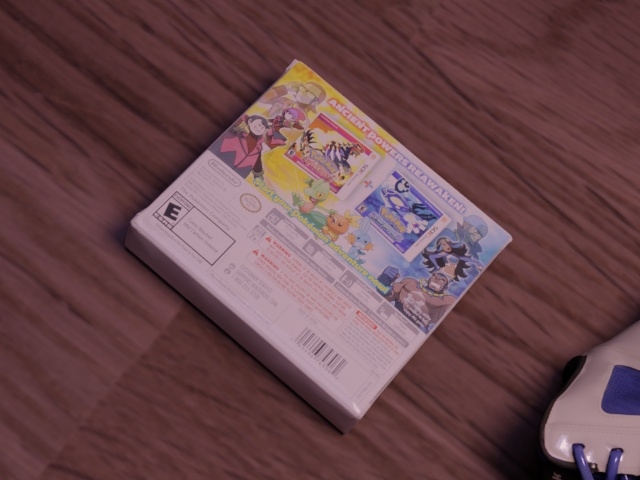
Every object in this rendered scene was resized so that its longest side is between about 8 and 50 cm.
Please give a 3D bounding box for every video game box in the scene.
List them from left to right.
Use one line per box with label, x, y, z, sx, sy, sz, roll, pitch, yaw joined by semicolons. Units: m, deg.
video game box;0.000;0.000;1.094;0.205;0.048;0.187;41;65;6

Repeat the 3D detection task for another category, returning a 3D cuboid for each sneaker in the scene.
sneaker;0.244;0.158;1.007;0.182;0.127;0.315;-25;35;-5
